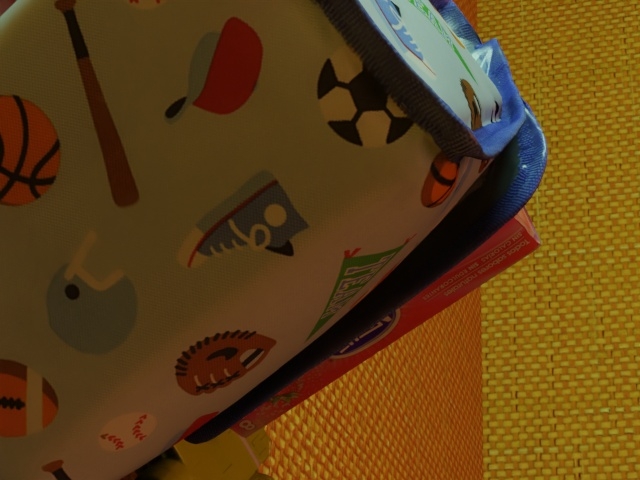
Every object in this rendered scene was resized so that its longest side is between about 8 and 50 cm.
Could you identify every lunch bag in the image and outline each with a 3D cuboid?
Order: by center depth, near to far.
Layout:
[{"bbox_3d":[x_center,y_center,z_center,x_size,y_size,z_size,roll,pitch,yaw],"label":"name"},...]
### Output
[{"bbox_3d":[-0.052,-0.032,0.764,0.239,0.328,0.385,52,15,2],"label":"lunch bag"}]

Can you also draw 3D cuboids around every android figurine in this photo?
[{"bbox_3d":[-0.116,0.139,1.088,0.248,0.056,0.273,59,18,1],"label":"android figurine"}]

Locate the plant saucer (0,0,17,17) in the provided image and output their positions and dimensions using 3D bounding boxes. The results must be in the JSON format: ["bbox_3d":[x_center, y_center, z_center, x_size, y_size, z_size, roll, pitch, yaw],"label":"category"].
[{"bbox_3d":[-0.231,-0.045,0.890,0.258,0.048,0.259,63,27,-50],"label":"plant saucer"}]

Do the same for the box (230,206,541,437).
[{"bbox_3d":[0.000,0.000,1.033,0.142,0.300,0.154,42,21,-35],"label":"box"}]
